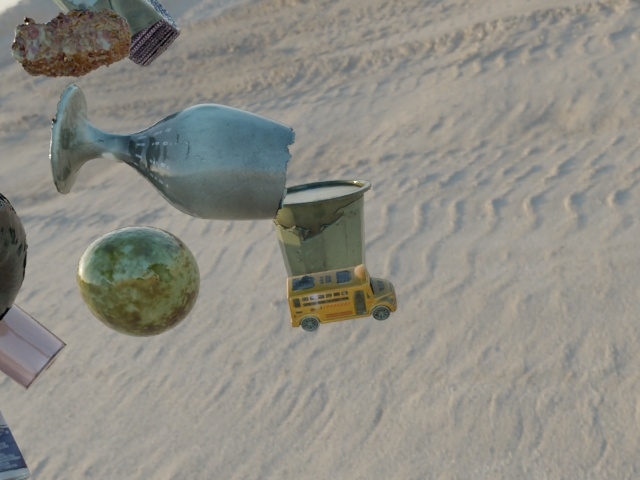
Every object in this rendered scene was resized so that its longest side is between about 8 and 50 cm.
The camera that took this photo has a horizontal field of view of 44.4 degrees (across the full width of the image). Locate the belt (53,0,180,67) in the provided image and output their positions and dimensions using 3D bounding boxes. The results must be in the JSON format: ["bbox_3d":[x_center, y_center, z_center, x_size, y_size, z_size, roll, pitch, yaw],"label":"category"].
[{"bbox_3d":[-0.370,-0.414,1.238,0.122,0.325,0.260,-43,19,8],"label":"belt"}]

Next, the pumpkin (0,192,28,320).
[{"bbox_3d":[-0.476,0.031,0.974,0.163,0.233,0.233,28,42,14],"label":"pumpkin"}]

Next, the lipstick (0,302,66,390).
[{"bbox_3d":[-0.521,0.081,1.122,0.087,0.327,0.087,-50,6,7],"label":"lipstick"}]

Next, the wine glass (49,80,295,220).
[{"bbox_3d":[-0.151,-0.089,0.827,0.241,0.126,0.126,7,24,-3],"label":"wine glass"}]

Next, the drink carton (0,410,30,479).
[{"bbox_3d":[-0.533,0.288,1.126,0.134,0.222,0.102,-44,-23,21],"label":"drink carton"}]

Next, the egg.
[{"bbox_3d":[-0.390,0.084,1.659,0.238,0.238,0.289,-6,-12,31],"label":"egg"}]

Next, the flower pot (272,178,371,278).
[{"bbox_3d":[0.000,0.000,1.468,0.212,0.203,0.212,-6,10,1],"label":"flower pot"}]

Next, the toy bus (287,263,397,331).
[{"bbox_3d":[0.032,0.082,1.181,0.162,0.074,0.069,-9,31,3],"label":"toy bus"}]

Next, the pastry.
[{"bbox_3d":[-0.335,-0.269,1.077,0.169,0.087,0.063,-4,10,11],"label":"pastry"}]
